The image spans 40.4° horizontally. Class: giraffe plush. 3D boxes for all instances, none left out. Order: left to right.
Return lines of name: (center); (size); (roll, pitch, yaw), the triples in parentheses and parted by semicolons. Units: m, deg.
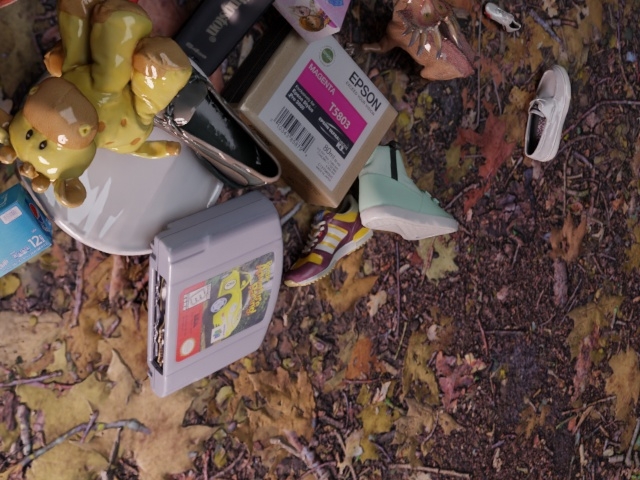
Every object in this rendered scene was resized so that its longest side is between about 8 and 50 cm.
giraffe plush: (-0.256, -0.136, 0.911); (0.170, 0.181, 0.210); (-45, 152, -42)

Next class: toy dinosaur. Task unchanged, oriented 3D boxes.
toy dinosaur: (0.182, -0.314, 1.371); (0.295, 0.200, 0.127); (24, 82, -38)

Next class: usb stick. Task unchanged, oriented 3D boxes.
usb stick: (-0.107, -0.311, 1.123); (0.077, 0.278, 0.045); (27, 45, -26)

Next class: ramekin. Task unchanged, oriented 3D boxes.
ramekin: (-0.260, -0.122, 1.110); (0.272, 0.127, 0.273); (-6, 100, -36)

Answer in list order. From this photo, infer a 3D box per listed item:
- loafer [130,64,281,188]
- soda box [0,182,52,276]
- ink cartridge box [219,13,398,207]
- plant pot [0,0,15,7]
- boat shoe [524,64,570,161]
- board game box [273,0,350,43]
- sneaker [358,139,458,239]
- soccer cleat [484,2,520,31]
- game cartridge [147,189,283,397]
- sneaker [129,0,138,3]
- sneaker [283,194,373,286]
loafer: (-0.147, -0.157, 1.056); (0.267, 0.084, 0.096); (40, 73, -35)
soda box: (-0.416, 0.023, 1.000); (0.210, 0.071, 0.067); (-32, 118, -2)
ink cartridge box: (-0.018, -0.195, 1.309); (0.234, 0.088, 0.193); (43, 73, -33)
plant pot: (-0.385, -0.415, 0.849); (0.265, 0.272, 0.273); (26, 81, -46)
boat shoe: (0.426, -0.245, 1.663); (0.063, 0.066, 0.184); (1, 106, -38)
board game box: (-0.050, -0.494, 1.184); (0.318, 0.065, 0.318); (41, 53, -36)
sneaker: (0.150, -0.086, 1.455); (0.255, 0.094, 0.151); (14, 66, -54)
soccer cleat: (0.330, -0.405, 1.574); (0.083, 0.035, 0.029); (31, 79, -37)
game cartridge: (-0.142, 0.076, 1.193); (0.196, 0.060, 0.294); (-28, 144, -36)
sneaker: (-0.199, -0.389, 1.131); (0.118, 0.107, 0.279); (34, 77, -41)
sneaker: (0.000, 0.000, 1.373); (0.185, 0.069, 0.084); (-38, 110, -34)
